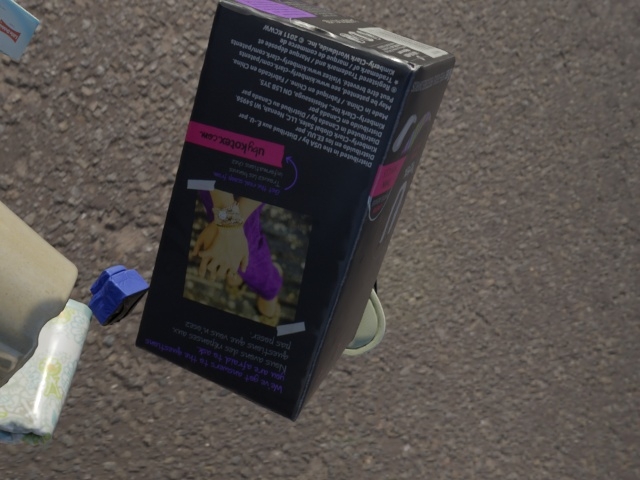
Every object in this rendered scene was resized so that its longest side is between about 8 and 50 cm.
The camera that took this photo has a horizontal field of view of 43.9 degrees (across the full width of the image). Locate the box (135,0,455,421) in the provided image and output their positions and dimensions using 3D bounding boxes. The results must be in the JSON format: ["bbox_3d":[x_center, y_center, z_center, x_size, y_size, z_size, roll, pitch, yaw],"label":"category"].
[{"bbox_3d":[-0.017,-0.032,0.609,0.143,0.270,0.165,23,21,12],"label":"box"}]

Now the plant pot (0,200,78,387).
[{"bbox_3d":[-0.527,0.045,1.104,0.305,0.333,0.334,38,59,-22],"label":"plant pot"}]

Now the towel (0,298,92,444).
[{"bbox_3d":[-0.659,0.233,1.522,0.374,0.090,0.321,6,44,-3],"label":"towel"}]

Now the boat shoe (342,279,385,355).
[{"bbox_3d":[0.004,-0.001,1.125,0.127,0.113,0.340,-27,80,3],"label":"boat shoe"}]

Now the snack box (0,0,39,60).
[{"bbox_3d":[-0.493,-0.316,0.897,0.060,0.322,0.187,-61,153,-4],"label":"snack box"}]

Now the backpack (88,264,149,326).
[{"bbox_3d":[-0.452,0.122,1.747,0.101,0.120,0.098,47,27,15],"label":"backpack"}]
